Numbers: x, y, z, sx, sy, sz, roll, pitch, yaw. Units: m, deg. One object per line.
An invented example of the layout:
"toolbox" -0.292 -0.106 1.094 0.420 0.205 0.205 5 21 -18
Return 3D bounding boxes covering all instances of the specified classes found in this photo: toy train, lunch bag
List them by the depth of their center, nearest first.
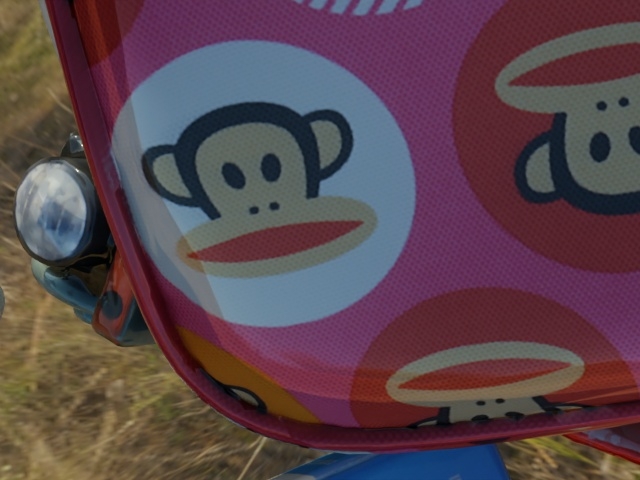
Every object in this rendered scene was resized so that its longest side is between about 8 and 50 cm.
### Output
"lunch bag" 0.092 -0.063 0.346 0.293 0.120 0.258 -8 118 11
"toy train" 0.000 0.000 0.895 0.190 0.334 0.142 29 106 31

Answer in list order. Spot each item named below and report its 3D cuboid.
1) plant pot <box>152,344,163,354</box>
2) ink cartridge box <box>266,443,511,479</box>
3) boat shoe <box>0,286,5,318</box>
"plant pot" 0.009 -0.021 1.569 0.366 0.366 0.353 33 96 3
"ink cartridge box" -0.031 0.148 0.428 0.203 0.086 0.148 -21 88 -10
"boat shoe" -0.404 0.065 1.499 0.105 0.306 0.113 27 111 25
